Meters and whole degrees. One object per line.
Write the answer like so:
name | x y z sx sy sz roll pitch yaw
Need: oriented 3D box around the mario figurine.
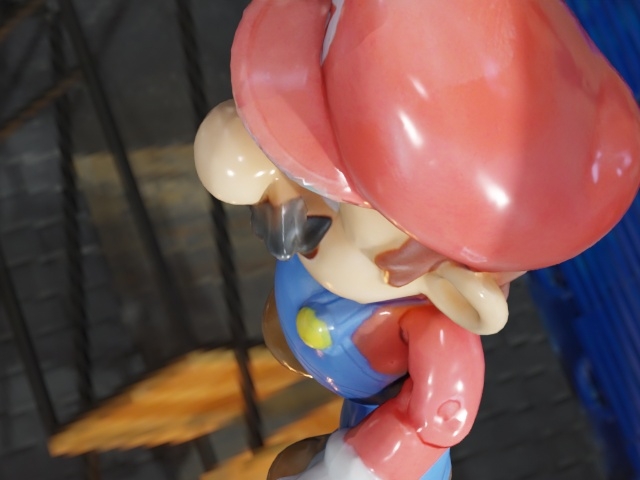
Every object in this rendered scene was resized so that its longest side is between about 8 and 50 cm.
mario figurine | 0.000 0.000 0.693 0.170 0.198 0.320 -32 158 -22
